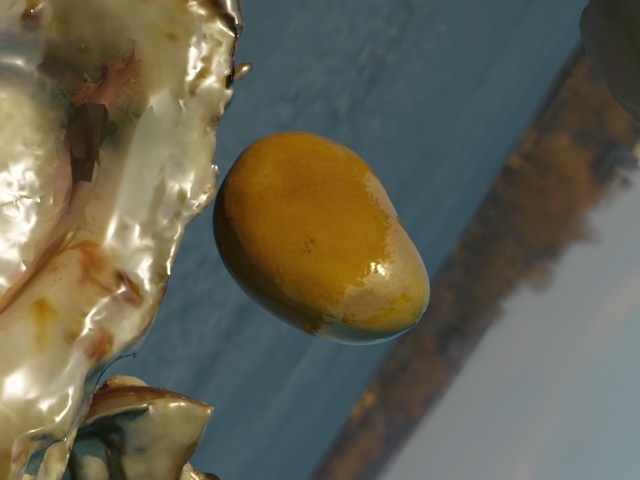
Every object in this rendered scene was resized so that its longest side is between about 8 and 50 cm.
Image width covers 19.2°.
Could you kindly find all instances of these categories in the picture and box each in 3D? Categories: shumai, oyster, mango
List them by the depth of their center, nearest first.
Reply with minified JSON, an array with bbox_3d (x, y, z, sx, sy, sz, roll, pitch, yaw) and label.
[{"bbox_3d":[-0.122,-0.043,0.667,0.096,0.221,0.361,164,-78,-65],"label":"oyster"},{"bbox_3d":[-0.103,0.144,0.981,0.209,0.153,0.161,-22,-170,-8],"label":"shumai"},{"bbox_3d":[-0.008,0.000,1.794,0.175,0.254,0.139,-16,135,-14],"label":"mango"}]

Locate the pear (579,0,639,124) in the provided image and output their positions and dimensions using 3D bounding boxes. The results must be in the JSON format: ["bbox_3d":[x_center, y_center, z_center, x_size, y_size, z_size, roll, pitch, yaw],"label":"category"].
[{"bbox_3d":[0.247,-0.153,0.862,0.271,0.271,0.271,-56,176,-6],"label":"pear"}]
